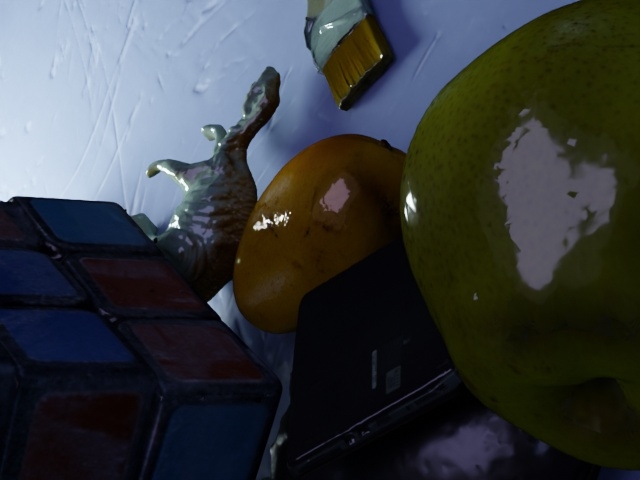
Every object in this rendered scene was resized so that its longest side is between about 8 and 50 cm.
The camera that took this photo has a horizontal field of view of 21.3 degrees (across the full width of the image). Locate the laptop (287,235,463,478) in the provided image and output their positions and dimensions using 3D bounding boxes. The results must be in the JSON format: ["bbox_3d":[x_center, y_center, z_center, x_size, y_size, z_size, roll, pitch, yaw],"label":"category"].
[{"bbox_3d":[0.038,0.071,1.219,0.154,0.026,0.207,-30,26,20],"label":"laptop"}]

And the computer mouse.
[{"bbox_3d":[0.066,0.144,1.243,0.323,0.116,0.183,-13,57,47],"label":"computer mouse"}]

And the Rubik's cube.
[{"bbox_3d":[-0.287,0.178,1.386,0.362,0.359,0.363,44,125,51],"label":"Rubik's cube"}]

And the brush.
[{"bbox_3d":[-0.005,-0.257,1.590,0.085,0.020,0.336,-47,43,27],"label":"brush"}]

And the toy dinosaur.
[{"bbox_3d":[-0.138,0.027,1.574,0.205,0.092,0.393,-3,69,45],"label":"toy dinosaur"}]

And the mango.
[{"bbox_3d":[0.000,0.000,1.390,0.219,0.112,0.145,-38,53,38],"label":"mango"}]

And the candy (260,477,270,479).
[{"bbox_3d":[-0.048,0.282,1.373,0.053,0.046,0.182,-11,60,51],"label":"candy"}]

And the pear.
[{"bbox_3d":[0.195,-0.017,1.042,0.294,0.294,0.294,-25,55,42],"label":"pear"}]
